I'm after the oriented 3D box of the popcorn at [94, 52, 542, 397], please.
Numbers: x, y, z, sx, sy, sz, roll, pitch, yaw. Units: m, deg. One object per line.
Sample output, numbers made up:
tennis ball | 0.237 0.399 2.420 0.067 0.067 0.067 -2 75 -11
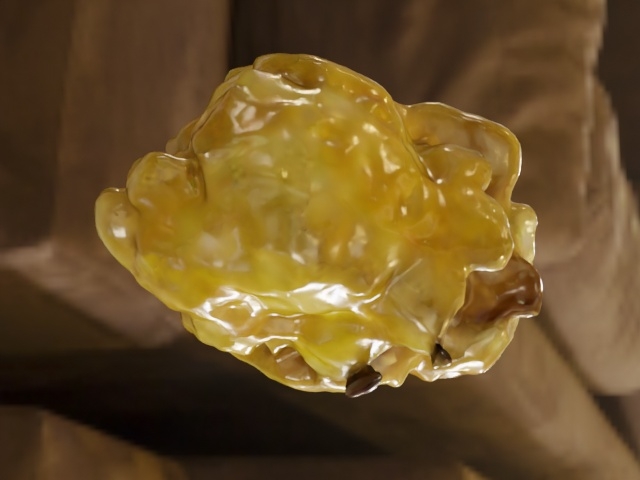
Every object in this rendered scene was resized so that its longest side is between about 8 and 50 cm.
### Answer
popcorn | 0.003 -0.001 1.029 0.190 0.253 0.191 -51 -165 47
